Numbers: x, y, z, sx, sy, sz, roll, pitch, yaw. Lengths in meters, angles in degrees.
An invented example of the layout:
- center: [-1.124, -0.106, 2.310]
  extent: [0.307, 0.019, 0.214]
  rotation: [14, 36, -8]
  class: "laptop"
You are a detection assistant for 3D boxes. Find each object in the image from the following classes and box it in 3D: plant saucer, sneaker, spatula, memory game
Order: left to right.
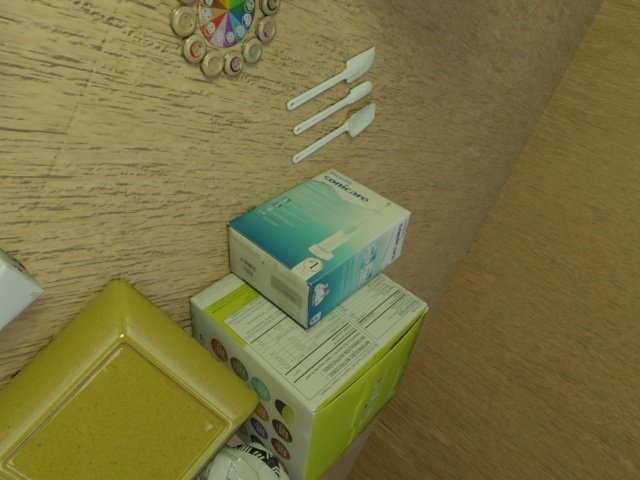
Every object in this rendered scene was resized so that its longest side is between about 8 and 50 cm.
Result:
- center: [-0.297, 0.288, 0.723]
  extent: [0.333, 0.081, 0.333]
  rotation: [-48, 112, -13]
  class: "plant saucer"
- center: [-0.237, 0.441, 0.904]
  extent: [0.210, 0.366, 0.137]
  rotation: [10, 94, -52]
  class: "sneaker"
- center: [-0.121, -0.310, 0.648]
  extent: [0.186, 0.012, 0.186]
  rotation: [-38, 147, -30]
  class: "memory game"
- center: [0.030, -0.253, 0.936]
  extent: [0.242, 0.019, 0.168]
  rotation: [-39, 148, -29]
  class: "spatula"

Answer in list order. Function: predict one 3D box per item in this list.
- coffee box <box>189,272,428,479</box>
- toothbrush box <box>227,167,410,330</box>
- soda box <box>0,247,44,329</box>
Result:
- center: [-0.031, 0.241, 1.019]
  extent: [0.338, 0.334, 0.338]
  rotation: [-32, 144, -37]
  class: "coffee box"
- center: [0.000, 0.000, 0.945]
  extent: [0.295, 0.216, 0.126]
  rotation: [-35, 145, -37]
  class: "toothbrush box"
- center: [-0.428, 0.100, 0.531]
  extent: [0.216, 0.074, 0.069]
  rotation: [-47, 151, -17]
  class: "soda box"
